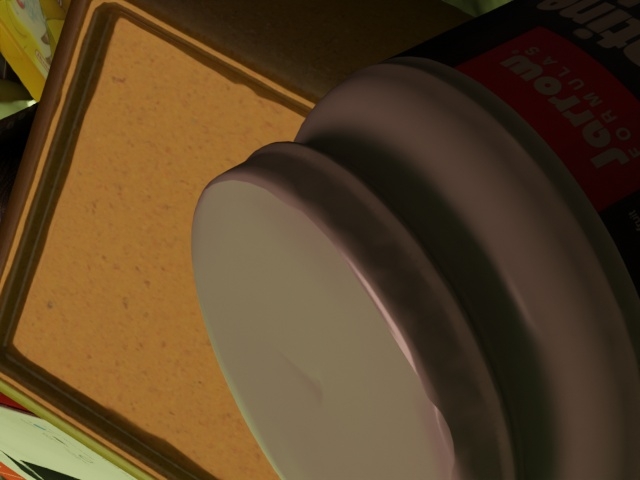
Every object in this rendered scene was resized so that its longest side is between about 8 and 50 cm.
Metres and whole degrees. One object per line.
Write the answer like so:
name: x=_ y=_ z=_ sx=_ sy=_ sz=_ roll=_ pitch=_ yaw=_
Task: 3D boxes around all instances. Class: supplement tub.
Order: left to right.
supplement tub: x=0.108 y=-0.004 z=0.740 sx=0.191 sy=0.272 sz=0.191 roll=44 pitch=149 yaw=35

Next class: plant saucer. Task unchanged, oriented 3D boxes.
plant saucer: x=-0.040 y=0.014 z=0.998 sx=0.333 sy=0.081 sz=0.332 roll=29 pitch=115 yaw=19

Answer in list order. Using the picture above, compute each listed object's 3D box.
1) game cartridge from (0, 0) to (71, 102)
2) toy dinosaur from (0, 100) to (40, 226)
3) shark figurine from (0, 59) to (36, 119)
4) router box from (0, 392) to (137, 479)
game cartridge: x=-0.205 y=-0.233 z=1.391 sx=0.285 sy=0.053 sz=0.323 roll=53 pitch=155 yaw=21
toy dinosaur: x=-0.166 y=-0.006 z=1.394 sx=0.313 sy=0.160 sz=0.121 roll=24 pitch=165 yaw=-31
shark figurine: x=-0.253 y=-0.091 z=1.523 sx=0.116 sy=0.278 sz=0.166 roll=4 pitch=91 yaw=25
router box: x=-0.135 y=0.147 z=1.338 sx=0.301 sy=0.082 sz=0.335 roll=9 pitch=154 yaw=44
